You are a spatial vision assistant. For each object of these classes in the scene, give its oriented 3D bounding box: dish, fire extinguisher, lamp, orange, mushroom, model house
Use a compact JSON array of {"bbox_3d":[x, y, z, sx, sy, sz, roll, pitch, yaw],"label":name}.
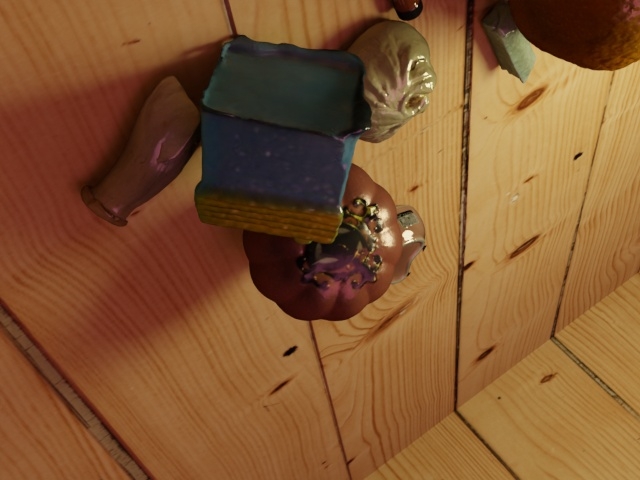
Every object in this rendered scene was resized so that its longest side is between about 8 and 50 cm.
[{"bbox_3d":[0.166,0.025,1.774,0.213,0.090,0.213,-27,143,-23],"label":"dish"},{"bbox_3d":[0.121,-0.429,1.253,0.177,0.050,0.062,45,50,-56],"label":"fire extinguisher"},{"bbox_3d":[0.000,0.000,1.439,0.305,0.239,0.305,-1,92,-18],"label":"lamp"},{"bbox_3d":[0.491,-0.485,1.335,0.322,0.322,0.357,-14,129,-37],"label":"orange"},{"bbox_3d":[-0.257,-0.125,1.164,0.247,0.096,0.108,-50,153,13],"label":"mushroom"},{"bbox_3d":[-0.063,-0.124,1.191,0.237,0.215,0.303,9,128,-3],"label":"model house"}]

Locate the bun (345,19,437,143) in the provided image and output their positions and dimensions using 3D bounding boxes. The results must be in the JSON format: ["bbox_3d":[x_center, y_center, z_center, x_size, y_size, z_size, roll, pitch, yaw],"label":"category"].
[{"bbox_3d":[0.121,-0.268,1.367,0.231,0.133,0.231,-29,143,-24],"label":"bun"}]

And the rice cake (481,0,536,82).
[{"bbox_3d":[0.383,-0.401,1.549,0.069,0.063,0.206,-52,147,3],"label":"rice cake"}]
